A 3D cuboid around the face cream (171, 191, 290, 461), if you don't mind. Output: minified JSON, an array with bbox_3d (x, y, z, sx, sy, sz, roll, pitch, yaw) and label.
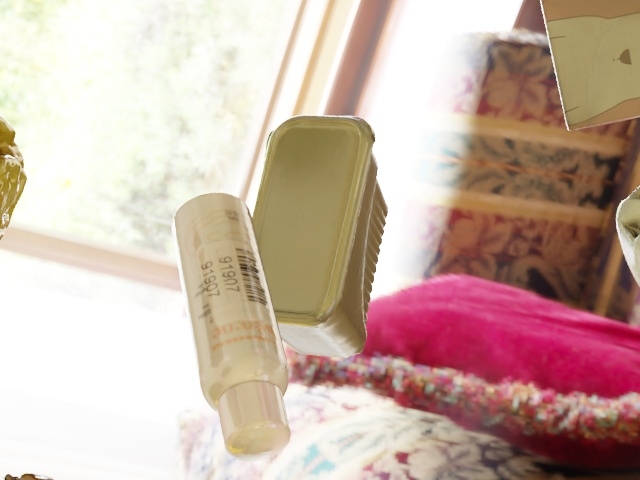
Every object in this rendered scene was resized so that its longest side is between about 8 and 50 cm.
[{"bbox_3d":[-0.078,0.074,1.054,0.082,0.082,0.269,-58,35,36],"label":"face cream"}]

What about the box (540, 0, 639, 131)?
[{"bbox_3d":[0.397,-0.265,1.481,0.086,0.215,0.215,-30,-72,-70],"label":"box"}]

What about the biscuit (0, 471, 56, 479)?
[{"bbox_3d":[-0.340,0.238,0.943,0.289,0.334,0.081,140,123,-64],"label":"biscuit"}]

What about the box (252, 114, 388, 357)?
[{"bbox_3d":[0.000,0.000,1.436,0.178,0.138,0.274,55,-136,-60],"label":"box"}]

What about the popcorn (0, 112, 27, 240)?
[{"bbox_3d":[-0.375,-0.061,0.979,0.225,0.249,0.249,-58,22,-6],"label":"popcorn"}]

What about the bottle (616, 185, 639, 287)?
[{"bbox_3d":[0.293,0.050,0.868,0.083,0.270,0.083,-20,47,23],"label":"bottle"}]
